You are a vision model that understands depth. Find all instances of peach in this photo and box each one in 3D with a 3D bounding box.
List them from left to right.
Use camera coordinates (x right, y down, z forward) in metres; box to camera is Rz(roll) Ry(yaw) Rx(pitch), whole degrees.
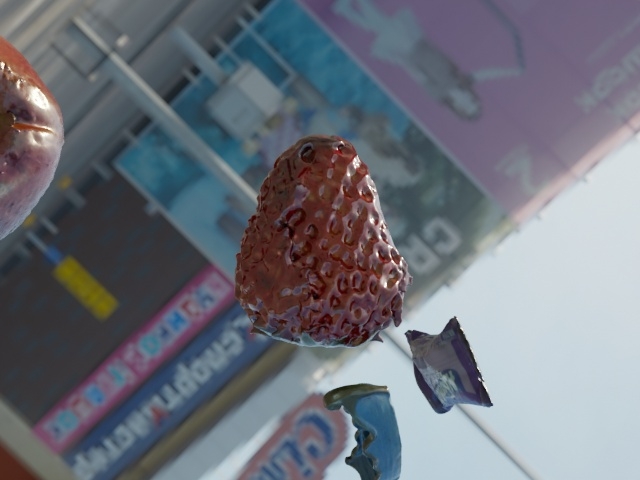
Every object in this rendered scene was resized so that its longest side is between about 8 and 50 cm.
[{"bbox_3d":[-0.563,-0.153,2.247,0.416,0.353,0.339,-9,-124,60],"label":"peach"}]

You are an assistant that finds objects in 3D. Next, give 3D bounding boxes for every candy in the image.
[{"bbox_3d":[0.194,0.192,2.455,0.070,0.145,0.275,-23,177,-17],"label":"candy"}]

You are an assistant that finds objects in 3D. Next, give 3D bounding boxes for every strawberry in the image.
[{"bbox_3d":[0.000,0.000,1.858,0.205,0.205,0.244,-144,-124,-83],"label":"strawberry"}]

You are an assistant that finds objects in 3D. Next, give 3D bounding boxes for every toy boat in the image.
[{"bbox_3d":[0.045,0.222,1.846,0.077,0.075,0.185,-18,142,-11],"label":"toy boat"}]
